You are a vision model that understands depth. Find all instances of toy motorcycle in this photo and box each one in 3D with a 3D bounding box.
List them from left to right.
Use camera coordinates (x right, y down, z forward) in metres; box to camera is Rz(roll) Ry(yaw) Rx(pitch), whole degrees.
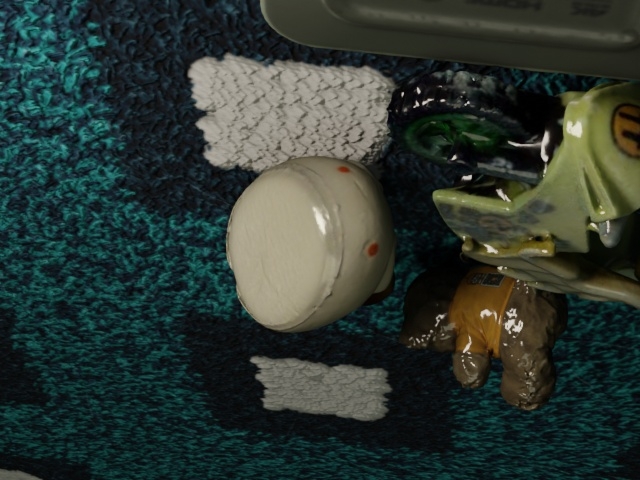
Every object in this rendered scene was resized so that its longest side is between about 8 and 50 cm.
[{"bbox_3d":[0.230,-0.046,1.112,0.237,0.169,0.410,7,163,30],"label":"toy motorcycle"}]

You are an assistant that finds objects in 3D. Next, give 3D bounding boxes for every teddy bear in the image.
[{"bbox_3d":[0.186,0.087,1.364,0.190,0.177,0.140,7,134,23],"label":"teddy bear"}]

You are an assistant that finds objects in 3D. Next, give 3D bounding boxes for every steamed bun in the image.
[{"bbox_3d":[0.000,0.000,1.257,0.130,0.177,0.228,-8,163,-34],"label":"steamed bun"}]

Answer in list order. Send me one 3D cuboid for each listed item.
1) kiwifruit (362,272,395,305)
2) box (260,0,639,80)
[{"bbox_3d":[0.039,0.032,1.391,0.075,0.075,0.124,-12,140,31],"label":"kiwifruit"},{"bbox_3d":[0.136,-0.259,0.856,0.367,0.090,0.373,7,149,4],"label":"box"}]
